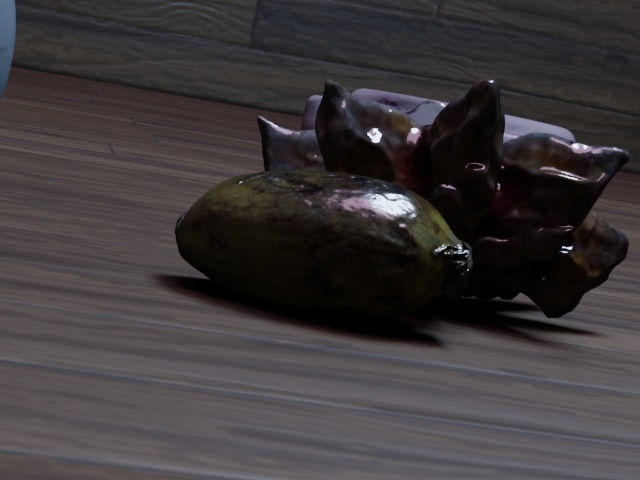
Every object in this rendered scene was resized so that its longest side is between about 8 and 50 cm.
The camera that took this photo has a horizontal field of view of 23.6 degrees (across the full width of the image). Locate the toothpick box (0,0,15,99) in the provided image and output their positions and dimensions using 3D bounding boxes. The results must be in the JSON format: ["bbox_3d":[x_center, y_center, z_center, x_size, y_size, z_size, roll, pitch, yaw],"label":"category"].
[{"bbox_3d":[-0.304,-0.107,0.749,0.263,0.263,0.355,12,7,13],"label":"toothpick box"}]

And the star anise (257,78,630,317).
[{"bbox_3d":[0.077,-0.014,0.972,0.236,0.109,0.223,5,-23,21],"label":"star anise"}]

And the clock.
[{"bbox_3d":[0.146,-0.090,1.672,0.296,0.113,0.322,12,6,15],"label":"clock"}]

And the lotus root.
[{"bbox_3d":[0.000,0.000,0.871,0.179,0.080,0.089,10,7,16],"label":"lotus root"}]
